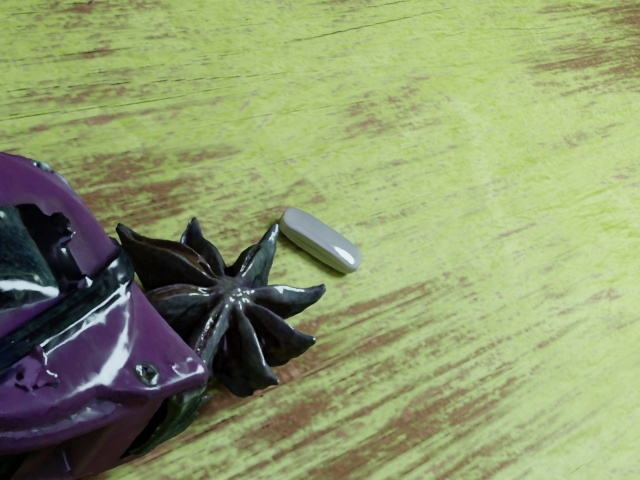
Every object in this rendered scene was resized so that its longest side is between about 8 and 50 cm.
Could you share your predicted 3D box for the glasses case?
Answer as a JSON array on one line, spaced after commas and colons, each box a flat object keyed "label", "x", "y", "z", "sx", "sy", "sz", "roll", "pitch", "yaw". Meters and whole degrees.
[{"label": "glasses case", "x": 0.000, "y": 0.000, "z": 1.030, "sx": 0.083, "sy": 0.021, "sz": 0.032, "roll": 32, "pitch": 41, "yaw": -7}]

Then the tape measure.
[{"label": "tape measure", "x": -0.212, "y": 0.046, "z": 0.708, "sx": 0.245, "sy": 0.149, "sz": 0.231, "roll": -18, "pitch": 66, "yaw": -47}]

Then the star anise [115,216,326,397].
[{"label": "star anise", "x": -0.089, "y": 0.050, "z": 0.876, "sx": 0.180, "sy": 0.061, "sz": 0.205, "roll": 17, "pitch": 40, "yaw": -16}]
